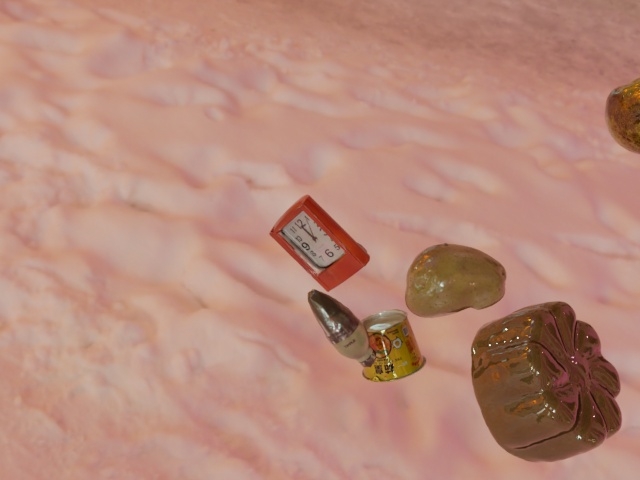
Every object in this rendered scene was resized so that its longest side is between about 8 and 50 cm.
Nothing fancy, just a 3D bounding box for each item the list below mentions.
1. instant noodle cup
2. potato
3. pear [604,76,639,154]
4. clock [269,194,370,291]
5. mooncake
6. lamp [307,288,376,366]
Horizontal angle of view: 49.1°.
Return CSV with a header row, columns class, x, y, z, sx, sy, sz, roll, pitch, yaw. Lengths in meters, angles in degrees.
class,x,y,z,sx,sy,sz,roll,pitch,yaw
instant noodle cup,0.183,0.280,1.903,0.182,0.144,0.182,-15,13,3
potato,0.262,0.080,1.356,0.193,0.157,0.157,2,33,8
pear,0.749,-0.281,1.574,0.197,0.197,0.197,9,34,-6
clock,0.000,0.000,1.199,0.155,0.113,0.061,44,45,-8
mooncake,0.547,0.329,1.666,0.378,0.200,0.379,17,58,-30
lamp,0.052,0.219,1.751,0.250,0.101,0.101,49,30,-17
